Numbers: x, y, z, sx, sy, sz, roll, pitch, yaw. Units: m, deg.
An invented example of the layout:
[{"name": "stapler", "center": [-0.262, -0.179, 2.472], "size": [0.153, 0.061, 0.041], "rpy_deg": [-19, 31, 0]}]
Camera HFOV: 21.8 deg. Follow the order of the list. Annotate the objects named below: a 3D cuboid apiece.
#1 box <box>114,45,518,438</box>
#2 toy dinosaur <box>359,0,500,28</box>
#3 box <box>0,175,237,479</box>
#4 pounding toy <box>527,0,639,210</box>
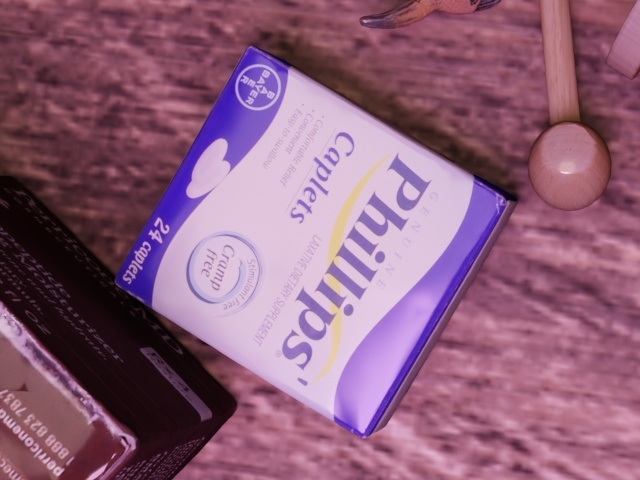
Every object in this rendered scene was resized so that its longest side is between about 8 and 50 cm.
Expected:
[{"name": "box", "center": [0.000, 0.000, 0.757], "size": [0.137, 0.072, 0.126], "rpy_deg": [31, 94, 8]}, {"name": "toy dinosaur", "center": [-0.037, -0.229, 0.748], "size": [0.295, 0.127, 0.200], "rpy_deg": [25, 99, 14]}, {"name": "box", "center": [-0.166, 0.078, 0.714], "size": [0.168, 0.203, 0.167], "rpy_deg": [44, 95, 7]}, {"name": "pounding toy", "center": [0.161, -0.135, 0.694], "size": [0.154, 0.154, 0.270], "rpy_deg": [32, 93, 8]}]
